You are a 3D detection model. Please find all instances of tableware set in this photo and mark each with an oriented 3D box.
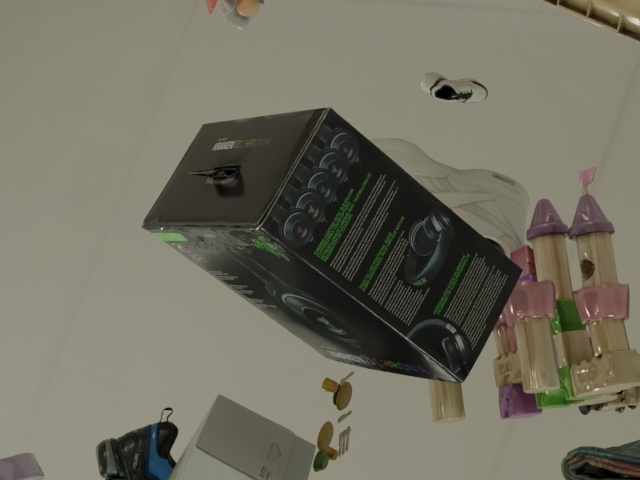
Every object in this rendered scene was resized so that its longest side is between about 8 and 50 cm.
[{"bbox_3d":[0.016,0.285,2.051,0.024,0.154,0.104,15,-157,27],"label":"tableware set"}]

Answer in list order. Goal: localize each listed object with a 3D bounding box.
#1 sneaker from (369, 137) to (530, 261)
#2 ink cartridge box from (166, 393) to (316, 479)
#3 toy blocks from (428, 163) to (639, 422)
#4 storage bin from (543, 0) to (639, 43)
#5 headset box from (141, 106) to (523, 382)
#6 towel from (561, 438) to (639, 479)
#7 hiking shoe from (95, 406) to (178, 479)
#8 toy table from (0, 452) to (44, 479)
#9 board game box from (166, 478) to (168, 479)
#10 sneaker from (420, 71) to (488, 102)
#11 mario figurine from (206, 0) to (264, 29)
[{"bbox_3d":[0.129,-0.039,1.679,0.305,0.152,0.114,13,146,-8],"label":"sneaker"},{"bbox_3d":[-0.104,0.282,1.387,0.127,0.176,0.128,30,-160,-4],"label":"ink cartridge box"},{"bbox_3d":[0.299,0.074,1.617,0.309,0.260,0.288,1,163,-24],"label":"toy blocks"},{"bbox_3d":[0.489,-0.469,2.050,0.262,0.260,0.123,32,-154,33],"label":"storage bin"},{"bbox_3d":[0.000,0.000,1.241,0.283,0.131,0.246,38,162,-27],"label":"headset box"},{"bbox_3d":[0.433,0.194,1.224,0.271,0.040,0.370,-4,180,43],"label":"towel"},{"bbox_3d":[-0.203,0.400,1.840,0.304,0.132,0.113,66,174,-12],"label":"hiking shoe"},{"bbox_3d":[-0.368,0.334,1.283,0.274,0.161,0.252,-22,167,-36],"label":"toy table"},{"bbox_3d":[-0.134,0.409,1.601,0.224,0.303,0.097,53,149,-16],"label":"board game box"},{"bbox_3d":[0.199,-0.215,1.899,0.109,0.040,0.044,4,-149,-26],"label":"sneaker"},{"bbox_3d":[-0.042,-0.362,1.809,0.320,0.198,0.170,-6,-140,-14],"label":"mario figurine"}]
